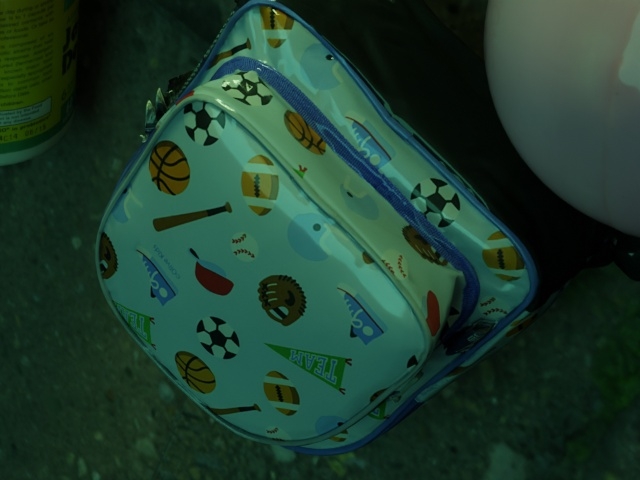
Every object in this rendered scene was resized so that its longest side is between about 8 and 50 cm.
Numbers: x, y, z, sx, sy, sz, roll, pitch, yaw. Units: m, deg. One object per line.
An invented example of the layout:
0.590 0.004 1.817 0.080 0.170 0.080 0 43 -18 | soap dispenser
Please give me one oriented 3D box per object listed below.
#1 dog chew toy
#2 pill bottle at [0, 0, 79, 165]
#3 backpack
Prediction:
0.247 -0.078 0.824 0.331 0.206 0.207 18 118 22 | dog chew toy
-0.213 -0.160 1.168 0.117 0.117 0.208 33 138 24 | pill bottle
0.000 0.000 1.043 0.276 0.213 0.263 49 140 8 | backpack
